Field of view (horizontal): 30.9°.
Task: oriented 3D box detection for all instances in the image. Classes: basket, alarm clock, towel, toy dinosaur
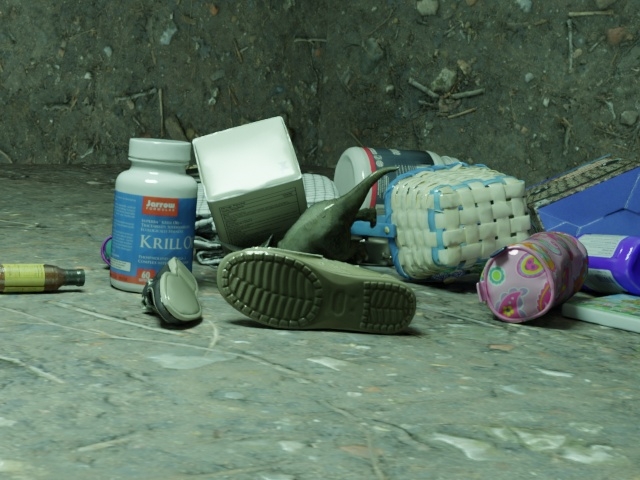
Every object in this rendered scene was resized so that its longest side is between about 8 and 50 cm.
[{"bbox_3d":[0.207,-0.032,2.014,0.255,0.201,0.289,-9,11,-23],"label":"basket"},{"bbox_3d":[0.090,0.008,2.202,0.129,0.064,0.192,5,4,6],"label":"alarm clock"},{"bbox_3d":[-0.100,-0.032,2.082,0.284,0.121,0.235,-6,16,-2],"label":"towel"},{"bbox_3d":[0.000,0.000,1.749,0.314,0.121,0.160,-32,-22,29],"label":"toy dinosaur"}]

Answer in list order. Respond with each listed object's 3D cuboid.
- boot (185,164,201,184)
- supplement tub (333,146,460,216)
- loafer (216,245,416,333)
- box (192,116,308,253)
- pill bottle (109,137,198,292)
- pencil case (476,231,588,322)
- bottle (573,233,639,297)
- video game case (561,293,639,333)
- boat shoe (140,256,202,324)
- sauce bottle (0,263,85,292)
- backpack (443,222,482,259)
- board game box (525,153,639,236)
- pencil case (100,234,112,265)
[{"bbox_3d":[-0.197,-0.093,2.534,0.378,0.138,0.284,-2,9,-9],"label":"boot"},{"bbox_3d":[0.181,-0.117,2.689,0.272,0.191,0.191,2,8,-19],"label":"supplement tub"},{"bbox_3d":[-0.008,0.070,1.556,0.269,0.101,0.092,13,5,-8],"label":"loafer"},{"bbox_3d":[-0.102,-0.065,1.831,0.149,0.126,0.232,-15,-32,-4],"label":"box"},{"bbox_3d":[-0.247,-0.039,1.723,0.124,0.221,0.124,4,8,-1],"label":"pill bottle"},{"bbox_3d":[0.332,0.052,1.786,0.124,0.124,0.284,8,9,24],"label":"pencil case"},{"bbox_3d":[0.484,0.041,1.999,0.118,0.092,0.283,31,-9,-20],"label":"bottle"},{"bbox_3d":[0.509,0.116,1.767,0.212,0.023,0.193,11,10,41],"label":"video game case"},{"bbox_3d":[-0.206,0.080,1.556,0.065,0.075,0.206,-38,13,5],"label":"boat shoe"},{"bbox_3d":[-0.397,0.053,1.633,0.128,0.042,0.042,2,8,-31],"label":"sauce bottle"},{"bbox_3d":[0.292,-0.003,2.308,0.105,0.084,0.114,-4,14,-36],"label":"backpack"},{"bbox_3d":[0.541,-0.061,2.350,0.232,0.141,0.291,-23,7,3],"label":"board game box"},{"bbox_3d":[-0.309,0.010,1.917,0.070,0.064,0.152,-19,4,11],"label":"pencil case"}]
